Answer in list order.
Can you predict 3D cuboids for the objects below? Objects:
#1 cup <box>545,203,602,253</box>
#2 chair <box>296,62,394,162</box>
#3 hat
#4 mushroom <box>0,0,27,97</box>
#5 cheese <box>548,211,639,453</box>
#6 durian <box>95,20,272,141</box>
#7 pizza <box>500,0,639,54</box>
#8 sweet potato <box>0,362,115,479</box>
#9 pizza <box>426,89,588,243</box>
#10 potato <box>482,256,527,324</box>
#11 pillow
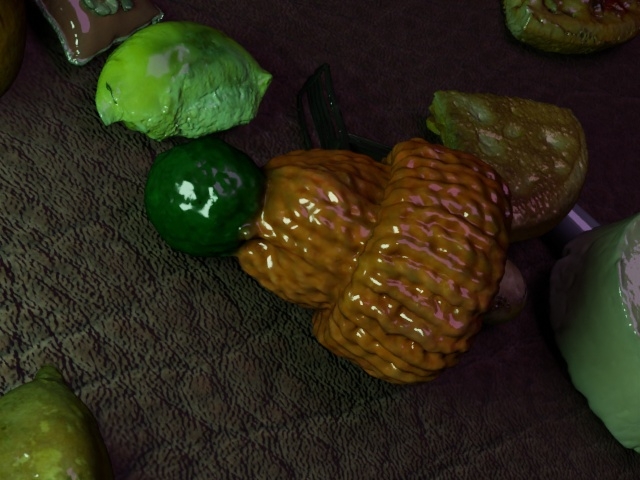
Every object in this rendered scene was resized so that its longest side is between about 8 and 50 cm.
[{"bbox_3d":[0.375,-0.015,2.050,0.116,0.074,0.104,45,13,0],"label":"cup"},{"bbox_3d":[0.036,-0.122,1.774,0.101,0.084,0.212,19,46,-30],"label":"chair"},{"bbox_3d":[0.000,0.000,1.566,0.400,0.285,0.285,15,43,-2],"label":"hat"},{"bbox_3d":[-0.454,-0.255,1.312,0.345,0.260,0.345,54,10,-14],"label":"mushroom"},{"bbox_3d":[0.481,0.120,1.912,0.292,0.153,0.332,-12,82,-38],"label":"cheese"},{"bbox_3d":[-0.162,-0.188,1.606,0.250,0.101,0.139,1,60,-46],"label":"durian"},{"bbox_3d":[0.410,-0.513,2.451,0.440,0.130,0.406,-15,73,-51],"label":"pizza"},{"bbox_3d":[-0.236,0.249,1.130,0.158,0.158,0.369,15,50,-37],"label":"sweet potato"},{"bbox_3d":[0.291,-0.088,1.957,0.258,0.087,0.268,5,48,-23],"label":"pizza"},{"bbox_3d":[0.198,0.049,1.795,0.170,0.080,0.107,28,35,-31],"label":"potato"},{"bbox_3d":[-0.283,-0.300,1.599,0.179,0.075,0.171,48,38,-1],"label":"pillow"}]
